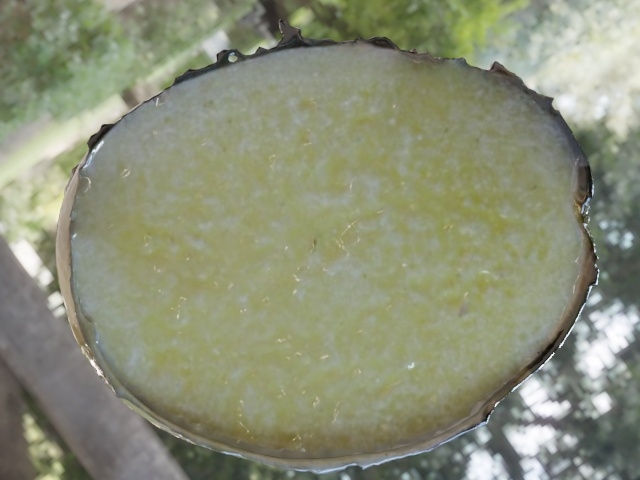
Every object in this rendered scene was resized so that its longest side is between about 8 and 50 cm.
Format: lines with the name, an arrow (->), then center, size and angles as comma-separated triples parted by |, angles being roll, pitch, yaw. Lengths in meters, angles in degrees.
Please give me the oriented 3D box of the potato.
potato -> 0.000, 0.000, 0.577 | 0.200, 0.164, 0.081 | -8, -176, -11
